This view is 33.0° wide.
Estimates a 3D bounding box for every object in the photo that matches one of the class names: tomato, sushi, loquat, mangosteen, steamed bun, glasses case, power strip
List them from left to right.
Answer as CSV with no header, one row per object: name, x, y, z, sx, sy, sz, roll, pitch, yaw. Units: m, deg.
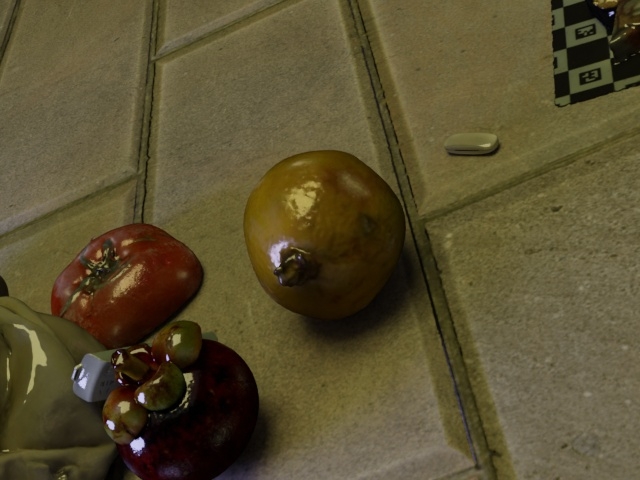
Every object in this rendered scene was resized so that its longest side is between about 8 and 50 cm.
steamed bun,-0.432,0.219,1.341,0.367,0.255,0.342,-43,35,-22
tomato,-0.295,0.059,1.583,0.236,0.095,0.237,-19,37,15
power strip,-0.202,0.152,1.337,0.027,0.252,0.060,36,113,29
mangosteen,-0.165,0.185,1.238,0.200,0.200,0.200,-19,36,15
loquat,0.000,0.000,1.330,0.213,0.213,0.246,-13,17,23
glasses case,0.213,-0.137,1.529,0.083,0.021,0.032,5,48,39
sushi,0.503,-0.361,1.569,0.359,0.064,0.343,-14,38,21

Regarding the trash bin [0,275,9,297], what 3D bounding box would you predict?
trash bin,-0.606,0.162,1.607,0.209,0.182,0.290,2,50,36
